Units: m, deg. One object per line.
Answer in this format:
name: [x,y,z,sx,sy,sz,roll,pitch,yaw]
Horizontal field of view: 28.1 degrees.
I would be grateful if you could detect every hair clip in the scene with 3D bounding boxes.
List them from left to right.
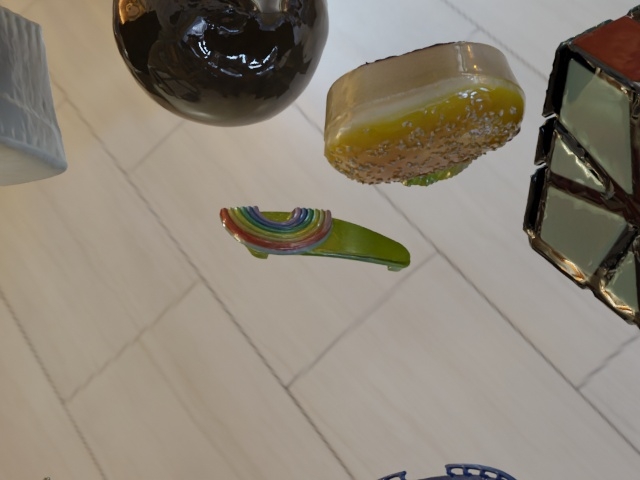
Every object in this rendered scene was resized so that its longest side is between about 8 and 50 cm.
hair clip: [0.000,0.000,1.195,0.060,0.188,0.033,-100,26,-45]

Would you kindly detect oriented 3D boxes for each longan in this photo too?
longan: [-0.135,-0.293,1.681,0.297,0.297,0.297,-16,53,22]

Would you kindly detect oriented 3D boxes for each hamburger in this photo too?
hamburger: [0.105,-0.125,1.305,0.210,0.173,0.116,-13,80,13]

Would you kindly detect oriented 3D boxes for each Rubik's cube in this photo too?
Rubik's cube: [0.413,-0.078,1.307,0.283,0.288,0.293,-27,53,-25]

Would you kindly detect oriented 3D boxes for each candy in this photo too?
candy: [-0.457,-0.191,1.552,0.145,0.359,0.208,-14,80,16]

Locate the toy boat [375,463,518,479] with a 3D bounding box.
toy boat: [0.082,0.203,0.924,0.175,0.110,0.091,-22,62,37]

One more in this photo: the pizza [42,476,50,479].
pizza: [-0.148,0.351,0.935,0.288,0.075,0.280,21,69,7]
